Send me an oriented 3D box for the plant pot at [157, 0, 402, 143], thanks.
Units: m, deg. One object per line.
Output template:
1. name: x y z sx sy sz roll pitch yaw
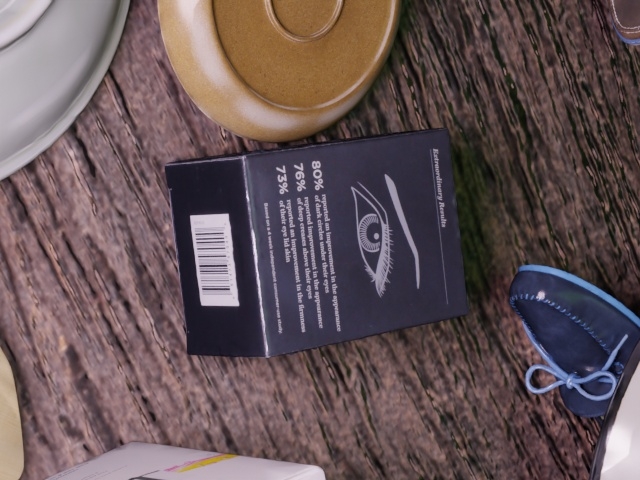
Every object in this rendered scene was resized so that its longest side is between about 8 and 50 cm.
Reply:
1. plant pot: -0.019 -0.190 1.500 0.236 0.032 0.236 -8 102 -38

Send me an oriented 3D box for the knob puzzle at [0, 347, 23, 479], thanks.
1. knob puzzle: -0.287 0.121 1.334 0.213 0.030 0.213 2 87 -38

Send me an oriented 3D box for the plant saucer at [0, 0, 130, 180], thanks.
1. plant saucer: -0.275 -0.221 1.308 0.400 0.100 0.400 1 89 -38

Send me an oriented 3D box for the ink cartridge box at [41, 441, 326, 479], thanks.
1. ink cartridge box: -0.109 0.249 1.339 0.168 0.232 0.171 -22 102 -36

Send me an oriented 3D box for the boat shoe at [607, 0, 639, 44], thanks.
1. boat shoe: 0.275 -0.266 1.747 0.066 0.066 0.183 25 63 -56

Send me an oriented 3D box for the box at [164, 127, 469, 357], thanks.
1. box: 0.000 0.000 1.508 0.207 0.108 0.153 -8 94 -38

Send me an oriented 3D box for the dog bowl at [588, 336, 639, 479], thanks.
1. dog bowl: 0.407 0.218 1.728 0.408 0.150 0.408 -16 112 -46

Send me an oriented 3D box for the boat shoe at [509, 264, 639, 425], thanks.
1. boat shoe: 0.250 0.118 1.702 0.258 0.109 0.089 40 69 -28
